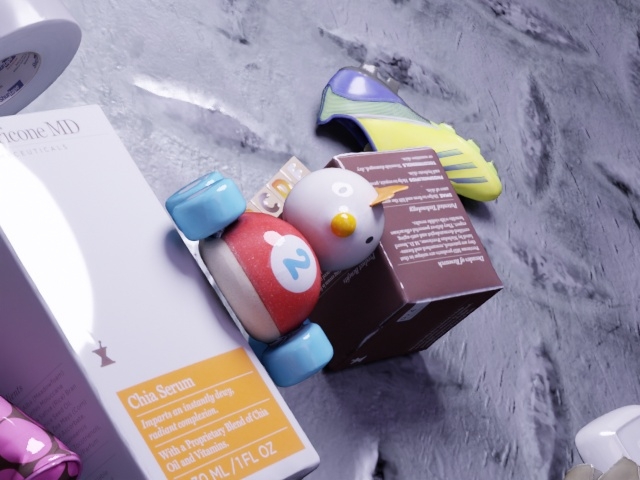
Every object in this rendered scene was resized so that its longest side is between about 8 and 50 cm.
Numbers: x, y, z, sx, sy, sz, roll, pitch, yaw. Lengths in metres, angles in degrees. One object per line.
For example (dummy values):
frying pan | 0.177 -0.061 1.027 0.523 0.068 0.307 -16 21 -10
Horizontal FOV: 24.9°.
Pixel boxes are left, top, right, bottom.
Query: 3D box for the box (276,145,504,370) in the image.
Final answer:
box | 0.073 0.019 1.732 0.167 0.168 0.203 -8 65 -41

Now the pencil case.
pencil case | -0.321 0.180 1.329 0.209 0.098 0.095 33 -4 24

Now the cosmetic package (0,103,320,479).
cosmetic package | -0.226 0.097 1.445 0.230 0.161 0.453 -17 70 -53

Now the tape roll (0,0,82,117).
tape roll | -0.356 -0.184 1.495 0.219 0.219 0.072 -29 78 -46

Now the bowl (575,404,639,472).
bowl | 0.414 0.283 1.892 0.142 0.053 0.142 -19 71 -42

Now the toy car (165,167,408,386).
toy car | -0.008 -0.005 1.550 0.238 0.210 0.219 -32 100 -5

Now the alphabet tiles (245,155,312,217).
alphabet tiles | 0.000 0.000 1.820 0.198 0.009 0.237 43 44 -2

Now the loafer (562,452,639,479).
loafer | 0.313 0.327 1.760 0.251 0.094 0.087 -12 54 -39

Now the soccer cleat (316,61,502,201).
soccer cleat | 0.117 -0.122 1.964 0.289 0.093 0.121 35 74 -17
